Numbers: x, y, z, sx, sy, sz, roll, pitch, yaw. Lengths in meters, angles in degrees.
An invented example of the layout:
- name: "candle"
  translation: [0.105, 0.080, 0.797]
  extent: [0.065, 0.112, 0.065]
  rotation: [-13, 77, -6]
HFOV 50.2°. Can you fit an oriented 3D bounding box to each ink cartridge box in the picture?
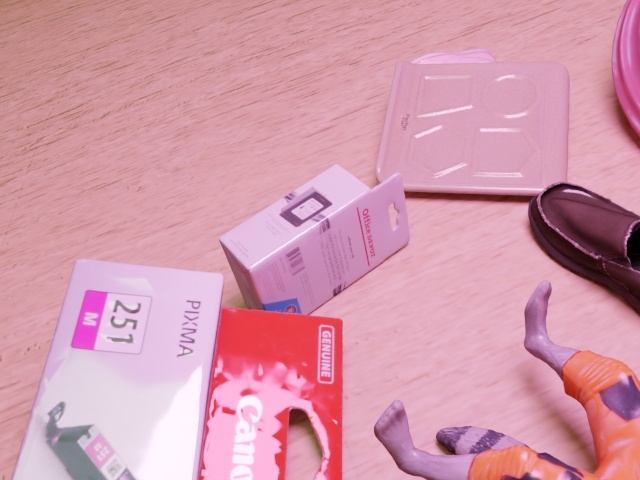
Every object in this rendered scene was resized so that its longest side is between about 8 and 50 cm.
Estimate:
- name: "ink cartridge box"
  translation: [-0.096, 0.150, 0.526]
  extent: [0.238, 0.060, 0.275]
  rotation: [6, 52, -5]
- name: "ink cartridge box"
  translation: [0.000, 0.000, 0.683]
  extent: [0.180, 0.104, 0.060]
  rotation: [-33, 47, -18]

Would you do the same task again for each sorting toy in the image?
- name: "sorting toy"
  translation: [0.180, -0.131, 0.797]
  extent: [0.208, 0.038, 0.193]
  rotation: [6, 60, 13]

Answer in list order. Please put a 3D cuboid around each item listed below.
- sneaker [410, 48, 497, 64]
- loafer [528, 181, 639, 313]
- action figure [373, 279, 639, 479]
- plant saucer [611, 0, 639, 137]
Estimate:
- name: "sneaker"
  translation: [0.169, -0.207, 0.876]
  extent: [0.134, 0.051, 0.070]
  rotation: [-14, 40, -5]
- name: "loafer"
  translation: [0.285, 0.001, 0.628]
  extent: [0.080, 0.078, 0.220]
  rotation: [-32, 48, -16]
- name: "action figure"
  translation: [0.251, 0.170, 0.464]
  extent: [0.341, 0.179, 0.330]
  rotation: [-18, 45, -43]
- name: "plant saucer"
  translation: [0.459, -0.216, 0.673]
  extent: [0.331, 0.084, 0.333]
  rotation: [-10, 72, 32]
